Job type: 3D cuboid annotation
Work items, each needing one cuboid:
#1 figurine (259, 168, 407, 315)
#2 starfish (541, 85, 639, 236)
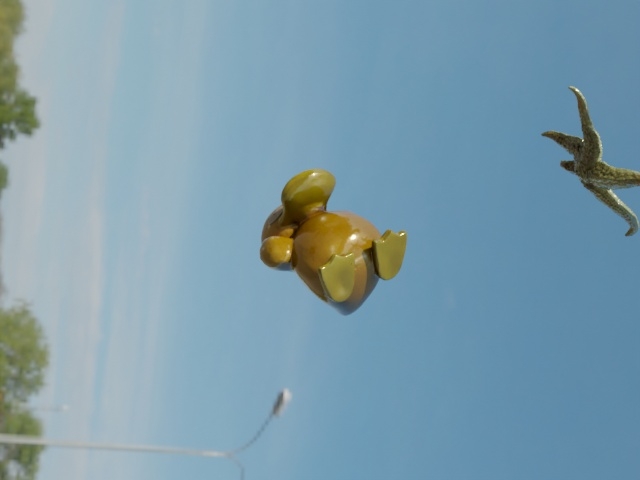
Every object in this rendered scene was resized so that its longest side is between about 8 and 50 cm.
[{"bbox_3d":[0.004,0.009,1.743,0.228,0.215,0.215,53,-43,28],"label":"figurine"},{"bbox_3d":[0.348,-0.100,1.428,0.223,0.050,0.217,27,-41,64],"label":"starfish"}]
